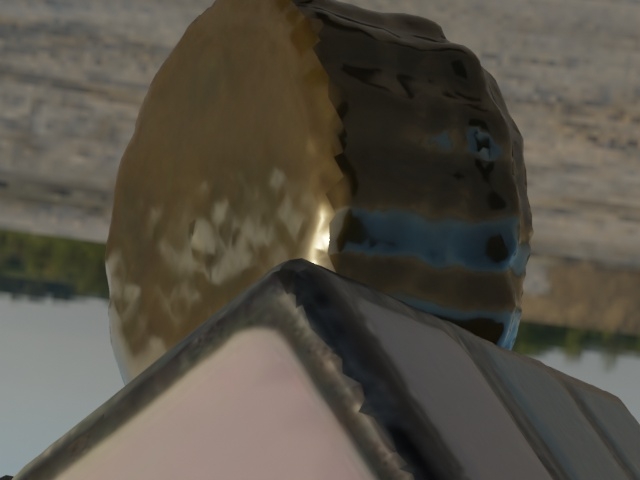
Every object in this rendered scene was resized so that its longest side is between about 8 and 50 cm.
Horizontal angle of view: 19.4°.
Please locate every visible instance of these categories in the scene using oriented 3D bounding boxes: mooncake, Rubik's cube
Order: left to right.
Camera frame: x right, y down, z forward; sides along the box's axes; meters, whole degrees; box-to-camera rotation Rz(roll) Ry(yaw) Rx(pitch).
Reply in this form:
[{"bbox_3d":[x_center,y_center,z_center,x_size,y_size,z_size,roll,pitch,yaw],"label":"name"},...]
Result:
[{"bbox_3d":[0.000,0.000,0.853,0.124,0.228,0.228,7,179,-30],"label":"mooncake"},{"bbox_3d":[0.016,0.256,0.615,0.359,0.362,0.363,-36,153,11],"label":"Rubik's cube"}]
